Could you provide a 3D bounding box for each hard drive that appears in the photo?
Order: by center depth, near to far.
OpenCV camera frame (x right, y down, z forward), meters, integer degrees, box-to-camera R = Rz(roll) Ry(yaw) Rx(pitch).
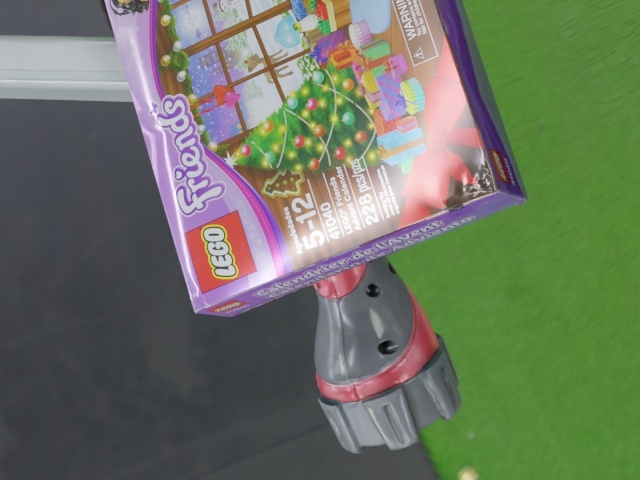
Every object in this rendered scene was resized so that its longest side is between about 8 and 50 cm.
[{"bbox_3d":[-0.272,-0.151,1.647,0.353,0.233,0.047,1,91,2],"label":"hard drive"}]

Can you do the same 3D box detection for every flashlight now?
[{"bbox_3d":[0.000,0.000,1.307,0.103,0.103,0.304,-31,111,-17],"label":"flashlight"}]

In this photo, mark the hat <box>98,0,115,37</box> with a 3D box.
[{"bbox_3d":[-0.043,-0.262,1.530,0.134,0.331,0.331,-24,93,43],"label":"hat"}]

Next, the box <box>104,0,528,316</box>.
[{"bbox_3d":[-0.019,-0.124,1.108,0.201,0.057,0.293,-23,76,21],"label":"box"}]
